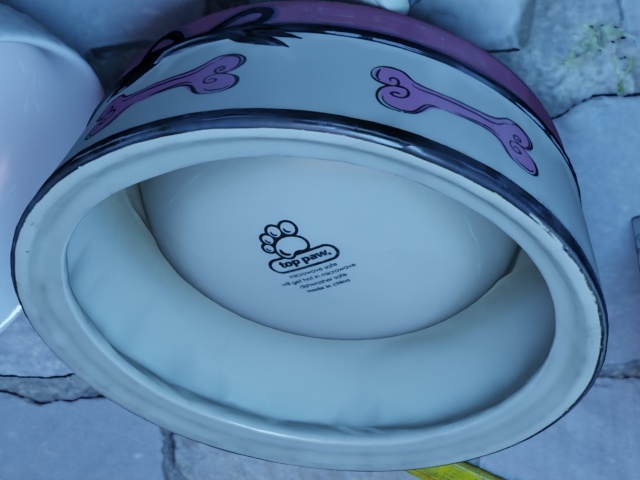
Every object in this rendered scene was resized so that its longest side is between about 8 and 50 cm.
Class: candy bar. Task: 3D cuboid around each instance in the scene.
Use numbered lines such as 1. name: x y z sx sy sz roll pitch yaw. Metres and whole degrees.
1. candy bar: 0.102 0.197 1.363 0.161 0.018 0.040 27 119 -12

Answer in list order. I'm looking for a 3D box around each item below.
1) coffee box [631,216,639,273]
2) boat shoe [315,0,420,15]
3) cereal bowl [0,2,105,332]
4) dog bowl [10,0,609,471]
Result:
1. coffee box: 0.312 0.074 1.119 0.141 0.246 0.098 -14 123 14
2. boat shoe: -0.039 -0.276 1.021 0.319 0.116 0.099 44 74 -15
3. cereal bowl: -0.320 -0.039 1.089 0.141 0.339 0.339 41 127 23
4. dog bowl: 0.000 0.000 1.099 0.408 0.150 0.408 7 144 5
